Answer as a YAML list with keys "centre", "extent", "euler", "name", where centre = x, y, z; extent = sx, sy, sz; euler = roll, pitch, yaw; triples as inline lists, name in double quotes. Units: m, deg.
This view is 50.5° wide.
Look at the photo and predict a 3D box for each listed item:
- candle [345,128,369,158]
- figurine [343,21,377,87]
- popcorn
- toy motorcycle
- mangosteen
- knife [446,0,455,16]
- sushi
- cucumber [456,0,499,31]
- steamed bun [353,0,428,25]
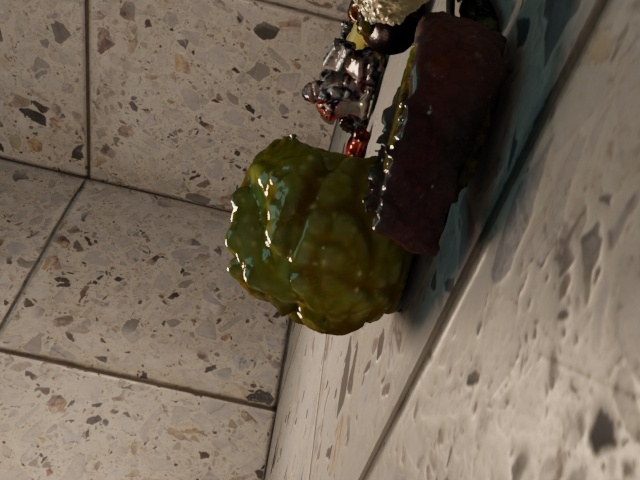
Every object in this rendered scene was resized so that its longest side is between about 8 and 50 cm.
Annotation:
- centre: [0.083, -0.224, 1.924]
  extent: [0.302, 0.059, 0.084]
  euler: [119, 176, -70]
  name: "candle"
- centre: [0.127, -0.552, 1.986]
  extent: [0.222, 0.124, 0.325]
  euler: [-77, 5, -56]
  name: "figurine"
- centre: [0.003, -0.007, 0.904]
  extent: [0.282, 0.281, 0.247]
  euler: [126, 163, -80]
  name: "popcorn"
- centre: [0.069, -0.462, 1.825]
  extent: [0.401, 0.207, 0.134]
  euler: [108, 171, -46]
  name: "toy motorcycle"
- centre: [0.128, -0.437, 1.317]
  extent: [0.152, 0.152, 0.153]
  euler: [-167, 90, -86]
  name: "mangosteen"
- centre: [0.156, -0.181, 0.803]
  extent: [0.045, 0.021, 0.222]
  euler: [7, -94, -73]
  name: "knife"
- centre: [0.117, -0.120, 0.669]
  extent: [0.161, 0.107, 0.241]
  euler: [104, -178, -50]
  name: "sushi"
- centre: [0.182, -0.268, 0.795]
  extent: [0.039, 0.043, 0.163]
  euler: [57, -156, -26]
  name: "cucumber"
- centre: [0.117, -0.395, 0.877]
  extent: [0.200, 0.170, 0.225]
  euler: [-39, -21, 4]
  name: "steamed bun"
